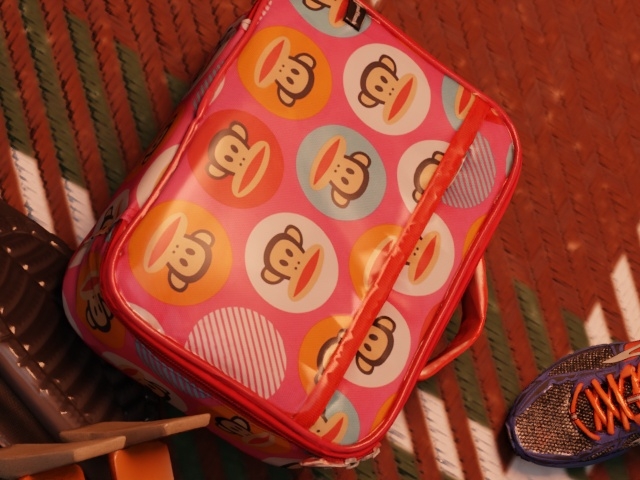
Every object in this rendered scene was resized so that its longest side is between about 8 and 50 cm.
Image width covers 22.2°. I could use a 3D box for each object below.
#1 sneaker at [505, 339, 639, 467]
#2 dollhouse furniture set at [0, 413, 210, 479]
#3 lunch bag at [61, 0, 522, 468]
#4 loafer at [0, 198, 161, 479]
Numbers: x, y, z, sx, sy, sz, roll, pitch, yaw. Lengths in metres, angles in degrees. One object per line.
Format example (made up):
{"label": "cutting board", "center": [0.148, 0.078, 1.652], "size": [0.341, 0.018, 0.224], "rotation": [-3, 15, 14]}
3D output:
{"label": "sneaker", "center": [0.231, 0.098, 1.121], "size": [0.221, 0.087, 0.083], "rotation": [-21, 80, 9]}
{"label": "dollhouse furniture set", "center": [-0.063, 0.231, 0.969], "size": [0.259, 0.135, 0.262], "rotation": [-7, 86, -54]}
{"label": "lunch bag", "center": [0.000, 0.000, 1.081], "size": [0.258, 0.120, 0.293], "rotation": [36, 65, -15]}
{"label": "loafer", "center": [-0.253, 0.034, 1.074], "size": [0.366, 0.134, 0.130], "rotation": [48, 118, -3]}
